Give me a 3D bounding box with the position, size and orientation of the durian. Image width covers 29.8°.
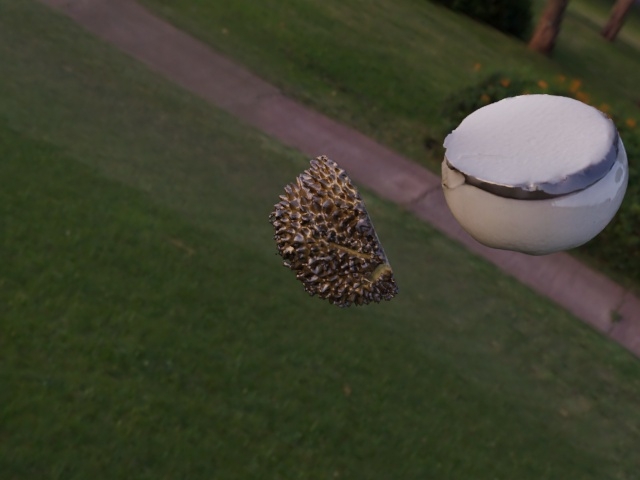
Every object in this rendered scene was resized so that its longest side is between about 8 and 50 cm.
[{"bbox_3d":[0.000,0.000,1.157,0.148,0.091,0.188,65,-7,-22],"label":"durian"}]

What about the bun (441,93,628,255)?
[{"bbox_3d":[0.200,-0.051,1.122,0.173,0.119,0.172,-8,39,6],"label":"bun"}]
